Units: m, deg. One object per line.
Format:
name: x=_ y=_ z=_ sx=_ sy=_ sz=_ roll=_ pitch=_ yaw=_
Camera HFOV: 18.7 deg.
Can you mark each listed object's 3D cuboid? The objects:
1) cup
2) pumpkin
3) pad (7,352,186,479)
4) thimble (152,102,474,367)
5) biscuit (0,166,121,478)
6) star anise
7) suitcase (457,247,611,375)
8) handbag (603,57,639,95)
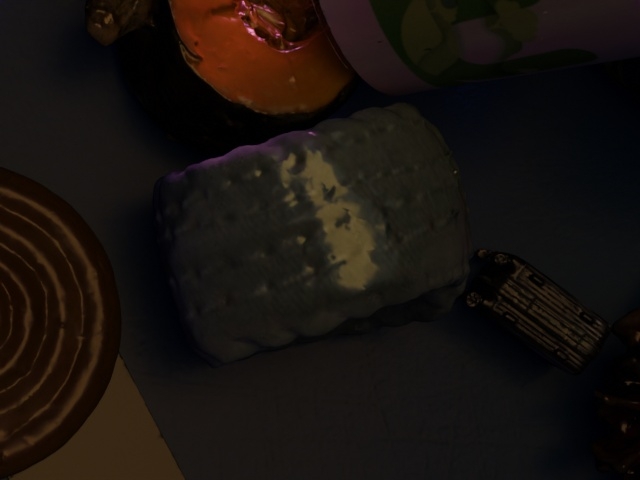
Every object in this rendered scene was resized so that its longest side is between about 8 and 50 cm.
cup: x=0.150 y=-0.235 z=1.492 sx=0.253 sy=0.274 sz=0.253 roll=29 pitch=56 yaw=-52
pumpkin: x=-0.104 y=-0.220 z=1.566 sx=0.222 sy=0.139 sz=0.317 roll=-25 pitch=93 yaw=-23
pad: x=-0.181 y=0.185 z=1.558 sx=0.127 sy=0.004 sz=0.190 roll=-27 pitch=90 yaw=-18
thimble: x=0.000 y=0.000 z=1.531 sx=0.250 sy=0.205 sz=0.171 roll=-16 pitch=87 yaw=-12
biscuit: x=-0.283 y=0.064 z=1.526 sx=0.262 sy=0.037 sz=0.262 roll=3 pitch=81 yaw=-16
star anise: x=0.308 y=0.143 z=1.664 sx=0.220 sy=0.099 sz=0.214 roll=-43 pitch=113 yaw=-32
suitcase: x=0.178 y=0.060 z=1.640 sx=0.126 sy=0.086 sz=0.059 roll=36 pitch=89 yaw=-9
handbag: x=0.398 y=-0.196 z=1.624 sx=0.222 sy=0.241 sz=0.263 roll=14 pitch=101 yaw=-25
